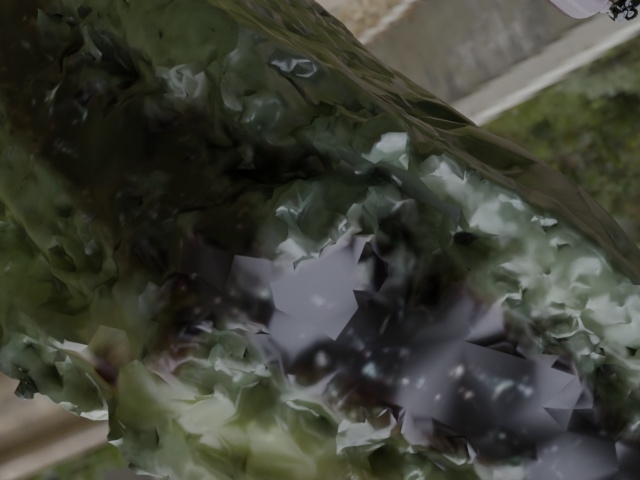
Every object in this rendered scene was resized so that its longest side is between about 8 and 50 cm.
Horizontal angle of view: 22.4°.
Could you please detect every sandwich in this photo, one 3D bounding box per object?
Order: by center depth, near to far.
[{"bbox_3d":[0.000,0.000,0.547,0.131,0.325,0.262,-54,143,10],"label":"sandwich"}]

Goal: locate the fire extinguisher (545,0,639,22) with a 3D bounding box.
[{"bbox_3d":[0.077,-0.127,0.672,0.049,0.035,0.173,-6,157,43],"label":"fire extinguisher"}]
